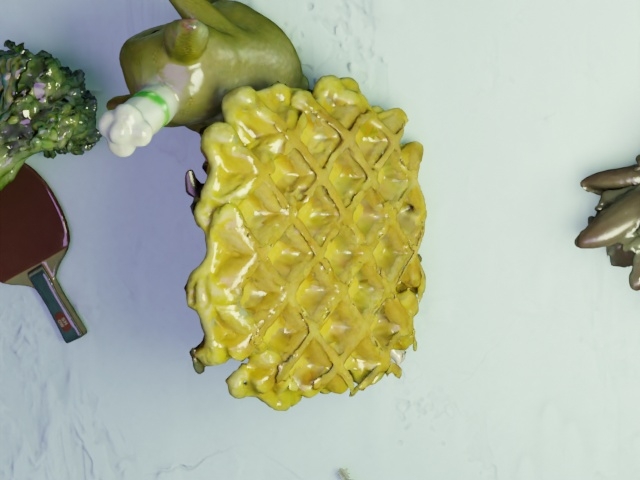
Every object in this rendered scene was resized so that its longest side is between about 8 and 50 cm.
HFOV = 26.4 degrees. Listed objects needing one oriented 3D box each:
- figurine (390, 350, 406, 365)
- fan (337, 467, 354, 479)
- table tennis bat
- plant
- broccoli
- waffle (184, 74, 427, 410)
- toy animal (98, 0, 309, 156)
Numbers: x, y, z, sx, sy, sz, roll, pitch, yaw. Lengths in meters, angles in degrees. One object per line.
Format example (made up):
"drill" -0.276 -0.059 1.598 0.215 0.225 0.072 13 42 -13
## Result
"figurine" 0.041 0.085 1.733 0.187 0.083 0.083 41 110 10
"fan" 0.122 0.432 1.818 0.191 0.009 0.329 -36 94 21
"table tennis bat" -0.399 0.016 1.863 0.154 0.021 0.274 -28 92 20
"plant" 0.435 -0.063 1.532 0.194 0.181 0.321 46 105 2
"broccoli" -0.381 -0.109 1.714 0.199 0.177 0.274 5 63 35
"waffle" 0.000 0.000 1.574 0.095 0.380 0.382 2 96 42
"toy animal" -0.160 -0.201 1.583 0.180 0.363 0.181 27 105 24
